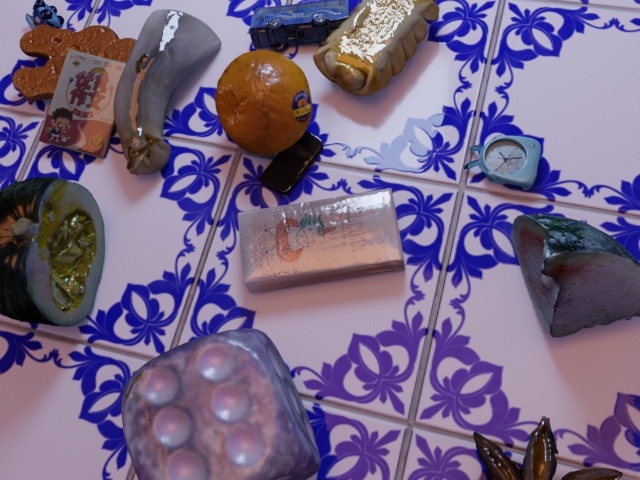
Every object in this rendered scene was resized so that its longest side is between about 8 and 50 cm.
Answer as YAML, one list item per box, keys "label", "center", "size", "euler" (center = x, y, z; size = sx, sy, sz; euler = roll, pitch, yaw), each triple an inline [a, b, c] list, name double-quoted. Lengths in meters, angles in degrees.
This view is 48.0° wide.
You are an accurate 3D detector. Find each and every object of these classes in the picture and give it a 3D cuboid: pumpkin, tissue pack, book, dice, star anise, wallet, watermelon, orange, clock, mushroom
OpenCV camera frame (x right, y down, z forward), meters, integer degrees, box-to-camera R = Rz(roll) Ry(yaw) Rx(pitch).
- label: "pumpkin"
  center: [-0.593, 0.020, 1.462]
  size: [0.197, 0.263, 0.292]
  euler: [0, 66, 13]
- label: "tissue pack"
  center: [0.000, 0.000, 1.473]
  size: [0.326, 0.071, 0.170]
  euler: [-9, 66, 6]
- label: "book"
  center: [-0.546, -0.320, 1.679]
  size: [0.162, 0.022, 0.231]
  euler: [16, 85, 5]
- label: "dice"
  center: [-0.170, 0.327, 1.263]
  size: [0.270, 0.271, 0.270]
  euler: [-24, 67, -1]
- label: "star anise"
  center: [0.355, 0.467, 1.210]
  size: [0.332, 0.117, 0.331]
  euler: [-7, 64, 15]
- label: "wallet"
  center: [-0.062, -0.173, 1.581]
  size: [0.082, 0.018, 0.156]
  euler: [32, 76, 20]
- label: "watermelon"
  center: [0.433, 0.061, 1.325]
  size: [0.290, 0.320, 0.213]
  euler: [35, 104, 50]
- label: "orange"
  center: [-0.119, -0.295, 1.536]
  size: [0.219, 0.219, 0.193]
  euler: [24, 34, 17]
- label: "clock"
  center: [0.377, -0.167, 1.493]
  size: [0.147, 0.045, 0.108]
  euler: [12, 70, 14]
- label: "mushroom"
  center: [-0.375, -0.339, 1.637]
  size: [0.178, 0.126, 0.396]
  euler: [24, 74, -11]

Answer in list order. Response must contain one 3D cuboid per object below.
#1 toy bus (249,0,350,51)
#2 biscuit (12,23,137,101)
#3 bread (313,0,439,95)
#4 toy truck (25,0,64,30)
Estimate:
- label: "toy bus"
  center: [-0.044, -0.504, 1.682]
  size: [0.237, 0.079, 0.094]
  euler: [-3, 52, 8]
- label: "biscuit"
  center: [-0.570, -0.424, 1.736]
  size: [0.334, 0.047, 0.201]
  euler: [1, 77, 4]
- label: "bread"
  center: [0.139, -0.458, 1.604]
  size: [0.173, 0.121, 0.311]
  euler: [37, 78, 17]
- label: "toy truck"
  center: [-0.683, -0.539, 1.806]
  size: [0.074, 0.063, 0.136]
  euler: [-42, 69, 13]
